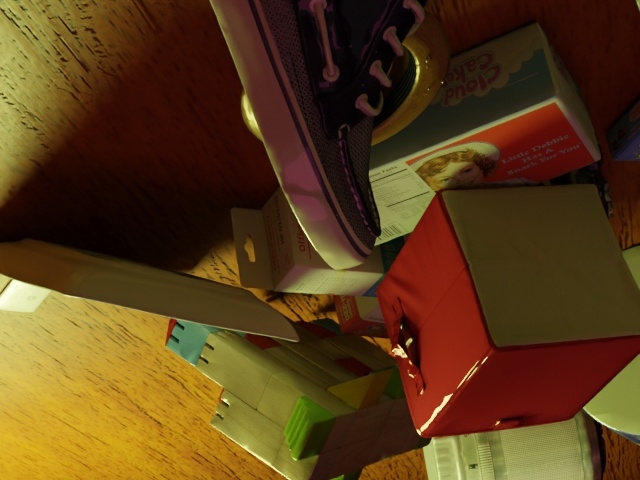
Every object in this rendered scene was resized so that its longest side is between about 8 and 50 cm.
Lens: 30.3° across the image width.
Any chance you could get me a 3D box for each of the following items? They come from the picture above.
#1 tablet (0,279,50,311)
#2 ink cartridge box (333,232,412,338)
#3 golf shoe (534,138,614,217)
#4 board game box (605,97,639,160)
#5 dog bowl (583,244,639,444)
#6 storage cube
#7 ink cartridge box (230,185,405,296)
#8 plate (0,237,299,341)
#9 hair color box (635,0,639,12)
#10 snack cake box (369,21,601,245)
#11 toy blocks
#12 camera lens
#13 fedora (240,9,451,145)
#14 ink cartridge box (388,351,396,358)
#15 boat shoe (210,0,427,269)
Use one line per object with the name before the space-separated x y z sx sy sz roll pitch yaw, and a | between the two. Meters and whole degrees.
tablet | -0.354 0.066 1.413 0.054 0.006 0.083 8 149 -32
ink cartridge box | 0.137 0.039 1.438 0.158 0.092 0.218 8 146 -32
golf shoe | 0.273 -0.034 1.356 0.120 0.105 0.273 -4 150 20
board game box | 0.417 -0.149 1.220 0.160 0.039 0.211 0 151 -21
dog bowl | 0.453 0.139 1.550 0.264 0.265 0.104 -26 148 28
storage cube | 0.190 0.071 1.202 0.214 0.184 0.193 -2 148 -21
ink cartridge box | 0.000 0.000 1.296 0.181 0.104 0.061 4 150 -27
plate | -0.201 0.045 1.265 0.277 0.045 0.278 14 178 -36
hair color box | 0.288 -0.266 0.783 0.173 0.105 0.347 -18 154 9
snack cake box | 0.124 -0.097 1.167 0.264 0.089 0.152 -21 150 20
toy blocks | -0.029 0.174 1.474 0.381 0.260 0.191 0 117 -60
camera lens | 0.314 0.336 1.940 0.274 0.220 0.219 -9 153 -2
fedora | 0.016 -0.154 1.026 0.194 0.079 0.194 -11 146 -7
ink cartridge box | 0.182 0.184 1.794 0.145 0.045 0.179 18 139 -43
boat shoe | 0.024 -0.138 0.881 0.158 0.127 0.341 -18 121 8
